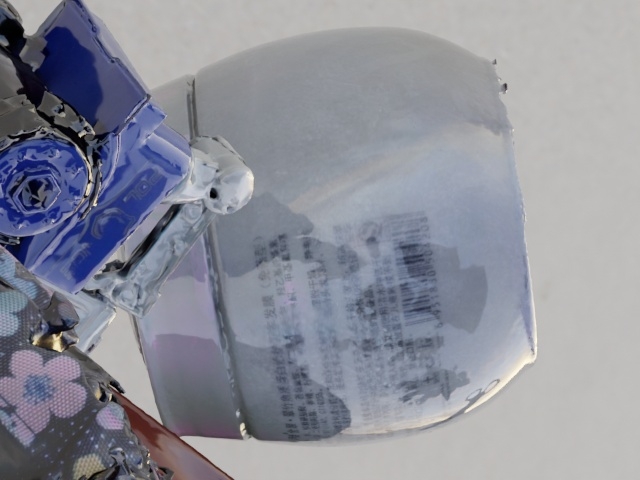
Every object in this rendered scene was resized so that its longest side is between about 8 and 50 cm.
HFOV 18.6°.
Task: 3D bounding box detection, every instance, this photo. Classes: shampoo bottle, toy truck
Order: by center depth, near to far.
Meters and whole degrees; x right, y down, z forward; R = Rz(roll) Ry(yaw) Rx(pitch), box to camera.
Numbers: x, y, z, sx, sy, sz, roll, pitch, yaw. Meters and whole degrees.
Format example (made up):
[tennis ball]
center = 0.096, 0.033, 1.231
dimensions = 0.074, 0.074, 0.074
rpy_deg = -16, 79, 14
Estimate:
[toy truck]
center = -0.159, -0.013, 0.990
dimensions = 0.213, 0.161, 0.177
rpy_deg = -47, 133, 11
[shampoo bottle]
center = 0.000, 0.000, 1.287
dimensions = 0.266, 0.273, 0.273
rpy_deg = -7, 146, 1

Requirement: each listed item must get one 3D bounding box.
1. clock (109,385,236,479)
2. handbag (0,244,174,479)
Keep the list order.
[clock]
center = -0.109, 0.170, 1.278
dimensions = 0.080, 0.318, 0.318
rpy_deg = -52, 153, -9
[handbag]
center = -0.156, 0.074, 0.524
dimensions = 0.208, 0.229, 0.127
rpy_deg = -37, 135, -31
